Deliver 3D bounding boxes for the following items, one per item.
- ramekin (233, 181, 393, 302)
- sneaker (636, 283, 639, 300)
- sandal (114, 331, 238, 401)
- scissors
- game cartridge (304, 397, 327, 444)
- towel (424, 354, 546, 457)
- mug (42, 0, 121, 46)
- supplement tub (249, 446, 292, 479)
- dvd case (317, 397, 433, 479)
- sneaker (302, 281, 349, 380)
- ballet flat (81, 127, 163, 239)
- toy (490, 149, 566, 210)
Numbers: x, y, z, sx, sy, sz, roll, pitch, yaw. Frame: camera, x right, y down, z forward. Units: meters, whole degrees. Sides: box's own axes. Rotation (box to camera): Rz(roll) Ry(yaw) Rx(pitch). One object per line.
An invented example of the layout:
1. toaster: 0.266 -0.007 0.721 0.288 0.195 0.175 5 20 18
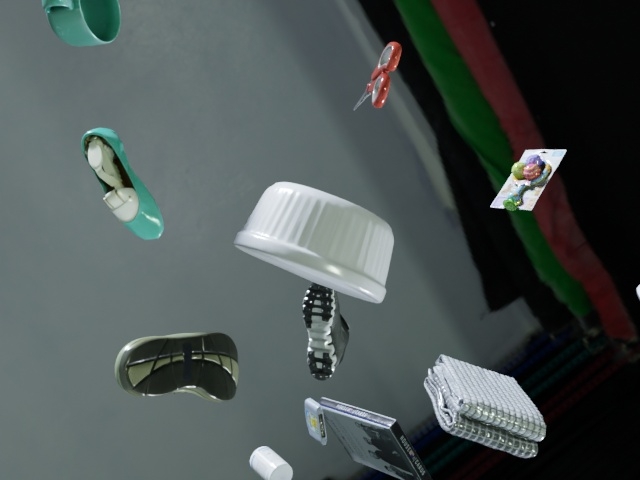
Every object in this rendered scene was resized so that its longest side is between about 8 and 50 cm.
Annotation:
1. ramekin: 0.000 0.000 1.271 0.272 0.127 0.273 22 -6 2
2. sneaker: 0.644 0.083 1.282 0.086 0.163 0.226 28 17 -13
3. sandal: -0.241 0.211 1.287 0.302 0.086 0.120 21 68 -54
4. scissors: 0.096 -0.281 1.321 0.021 0.109 0.297 13 6 -6
5. game cartridge: -0.010 0.357 1.489 0.056 0.017 0.083 20 -59 61
6. towel: 0.393 0.409 1.855 0.235 0.121 0.284 19 12 -10
7. mug: -0.459 -0.439 1.412 0.158 0.097 0.130 55 39 -56
8. supplement tub: -0.127 0.578 1.918 0.107 0.071 0.071 22 -31 54
9. dvd case: 0.109 0.421 1.576 0.238 0.029 0.179 3 -50 53
10. sneaker: 0.017 0.182 1.657 0.078 0.106 0.234 5 -75 29
11. ballet flat: -0.386 -0.104 1.422 0.247 0.083 0.087 61 23 10
12. toy: 0.583 -0.188 2.137 0.137 0.237 0.056 8 -33 47
